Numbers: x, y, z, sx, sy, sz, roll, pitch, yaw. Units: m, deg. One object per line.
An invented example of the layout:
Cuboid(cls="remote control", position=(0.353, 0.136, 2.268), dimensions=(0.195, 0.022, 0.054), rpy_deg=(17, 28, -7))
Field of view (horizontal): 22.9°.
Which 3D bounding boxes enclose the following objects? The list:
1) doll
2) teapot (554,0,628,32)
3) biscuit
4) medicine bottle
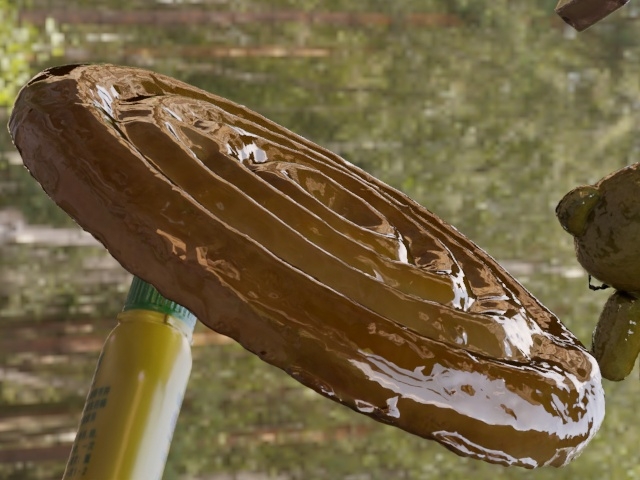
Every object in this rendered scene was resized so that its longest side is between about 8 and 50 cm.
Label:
Cuboid(cls="doll", position=(0.229, 0.031, 1.053), dimensions=(0.097, 0.137, 0.209), rpy_deg=(-120, -170, -56))
Cuboid(cls="teapot", position=(0.431, -0.411, 1.863), dimensions=(0.376, 0.305, 0.362), rpy_deg=(-51, -177, -4))
Cuboid(cls="biscuit", position=(0.000, 0.000, 0.611), dimensions=(0.037, 0.262, 0.262), rpy_deg=(-59, -153, 12))
Cuboid(cls="medicine bottle", position=(-0.120, 0.083, 1.079), dimensions=(0.095, 0.064, 0.260), rpy_deg=(132, -27, -63))
